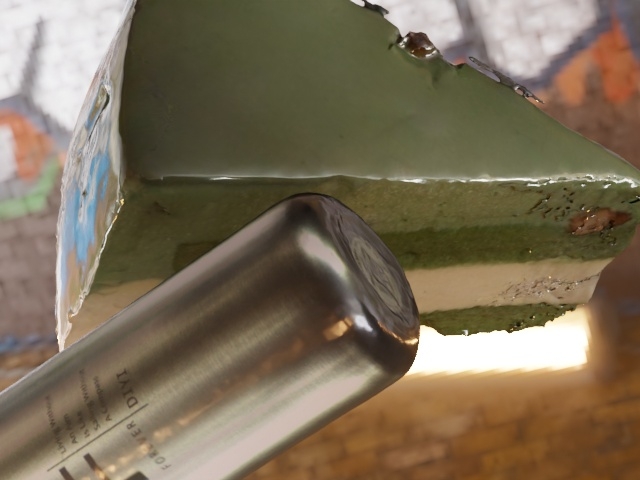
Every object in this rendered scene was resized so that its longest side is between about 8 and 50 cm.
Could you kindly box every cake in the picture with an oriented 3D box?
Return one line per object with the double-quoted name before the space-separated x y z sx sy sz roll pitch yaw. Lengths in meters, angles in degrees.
"cake" 0.006 0.001 0.868 0.158 0.283 0.172 -57 -172 52

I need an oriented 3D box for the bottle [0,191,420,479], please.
"bottle" -0.083 0.070 0.687 0.253 0.096 0.079 -35 167 18
